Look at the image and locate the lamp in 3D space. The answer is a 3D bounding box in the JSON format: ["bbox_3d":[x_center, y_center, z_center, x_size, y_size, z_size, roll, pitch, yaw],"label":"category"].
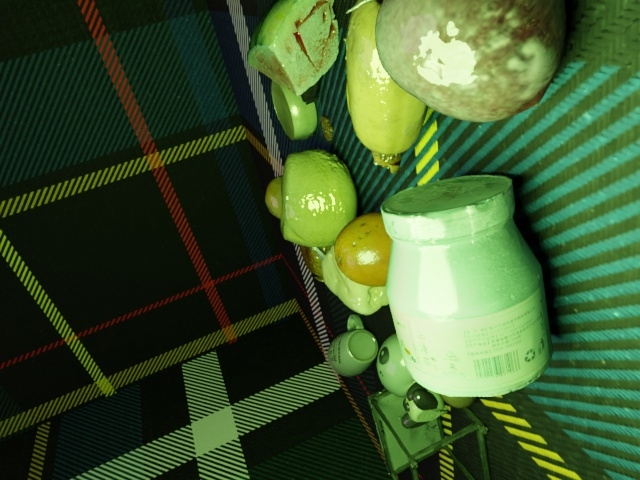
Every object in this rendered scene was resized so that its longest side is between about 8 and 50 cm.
[{"bbox_3d":[0.247,0.363,1.182,0.244,0.197,0.198,-98,-2,-50],"label":"lamp"}]

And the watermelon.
[{"bbox_3d":[-0.061,-0.503,1.093,0.201,0.213,0.261,45,170,-29],"label":"watermelon"}]

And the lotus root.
[{"bbox_3d":[0.118,-0.262,0.760,0.151,0.169,0.343,15,143,15],"label":"lotus root"}]

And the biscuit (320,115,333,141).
[{"bbox_3d":[0.019,-0.352,1.389,0.092,0.016,0.082,89,156,-54],"label":"biscuit"}]

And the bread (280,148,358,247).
[{"bbox_3d":[-0.008,-0.128,1.390,0.320,0.237,0.321,-178,90,-83],"label":"bread"}]

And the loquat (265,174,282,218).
[{"bbox_3d":[-0.142,-0.190,1.925,0.213,0.213,0.213,159,90,-78],"label":"loquat"}]

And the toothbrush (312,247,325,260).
[{"bbox_3d":[0.054,0.096,1.542,0.413,0.035,0.042,40,-155,-8],"label":"toothbrush"}]

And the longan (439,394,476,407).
[{"bbox_3d":[0.333,0.358,1.071,0.113,0.092,0.113,49,178,2],"label":"longan"}]

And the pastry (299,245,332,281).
[{"bbox_3d":[0.000,0.000,1.720,0.356,0.163,0.356,158,90,-80],"label":"pastry"}]

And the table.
[{"bbox_3d":[0.318,0.609,1.247,0.272,0.222,0.335,-135,26,-64],"label":"table"}]

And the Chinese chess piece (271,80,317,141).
[{"bbox_3d":[-0.091,-0.459,1.499,0.238,0.092,0.238,158,90,-76],"label":"Chinese chess piece"}]

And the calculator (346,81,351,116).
[{"bbox_3d":[0.085,-0.323,0.911,0.235,0.032,0.146,28,-109,-78],"label":"calculator"}]

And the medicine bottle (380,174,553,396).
[{"bbox_3d":[0.224,0.058,0.699,0.245,0.245,0.290,-148,41,-70],"label":"medicine bottle"}]

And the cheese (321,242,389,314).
[{"bbox_3d":[0.102,0.071,1.372,0.248,0.173,0.251,27,139,58],"label":"cheese"}]

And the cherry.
[{"bbox_3d":[0.170,-0.259,0.520,0.266,0.183,0.213,43,153,2],"label":"cherry"}]

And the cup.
[{"bbox_3d":[0.147,0.430,1.852,0.234,0.186,0.258,115,160,-62],"label":"cup"}]

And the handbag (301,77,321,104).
[{"bbox_3d":[-0.071,-0.554,1.289,0.223,0.080,0.247,117,131,-74],"label":"handbag"}]

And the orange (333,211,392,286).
[{"bbox_3d":[0.135,0.023,1.100,0.206,0.206,0.206,159,90,-78],"label":"orange"}]
